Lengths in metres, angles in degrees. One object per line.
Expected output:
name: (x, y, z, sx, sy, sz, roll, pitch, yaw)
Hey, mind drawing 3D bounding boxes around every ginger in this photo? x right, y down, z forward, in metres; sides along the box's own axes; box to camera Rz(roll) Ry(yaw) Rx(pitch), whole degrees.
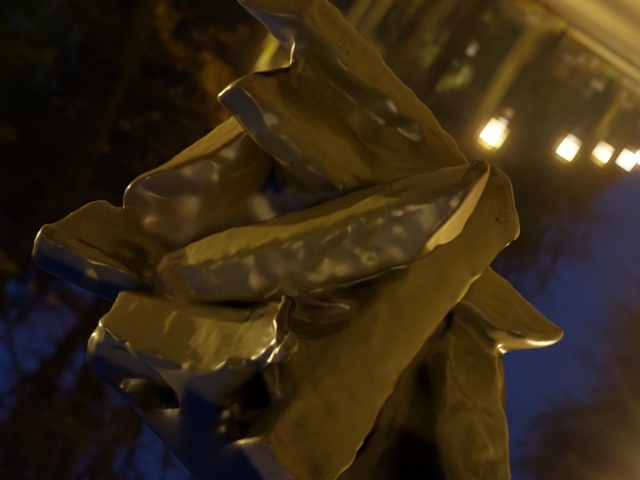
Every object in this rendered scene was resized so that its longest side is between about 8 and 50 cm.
ginger: (0.000, 0.000, 1.386, 0.358, 0.211, 0.413, -3, -132, -24)
